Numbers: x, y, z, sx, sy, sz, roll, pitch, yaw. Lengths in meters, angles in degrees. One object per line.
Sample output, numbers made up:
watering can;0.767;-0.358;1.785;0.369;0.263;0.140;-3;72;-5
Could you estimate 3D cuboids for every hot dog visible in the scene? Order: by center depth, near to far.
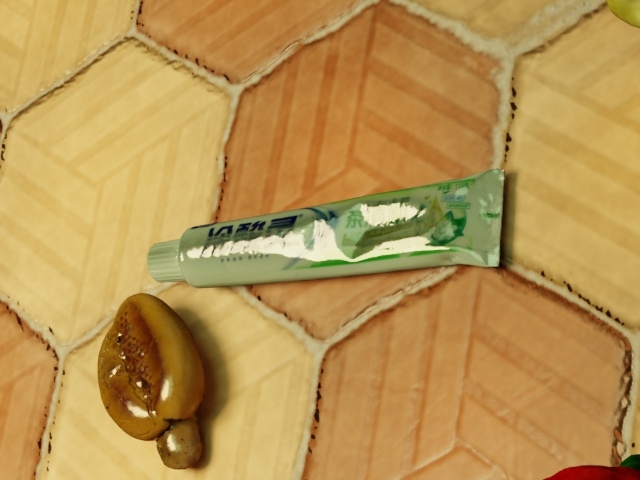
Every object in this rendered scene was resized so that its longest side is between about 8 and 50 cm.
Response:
hot dog;-0.125;0.108;1.359;0.090;0.060;0.140;-46;45;15

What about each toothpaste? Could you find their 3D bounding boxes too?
toothpaste;0.000;0.000;1.324;0.297;0.048;0.074;-8;66;29

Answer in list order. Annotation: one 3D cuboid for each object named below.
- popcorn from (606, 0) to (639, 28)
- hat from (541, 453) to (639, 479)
popcorn;0.278;-0.279;1.092;0.335;0.279;0.274;-18;78;36
hat;0.183;0.225;0.916;0.274;0.332;0.242;32;89;41
